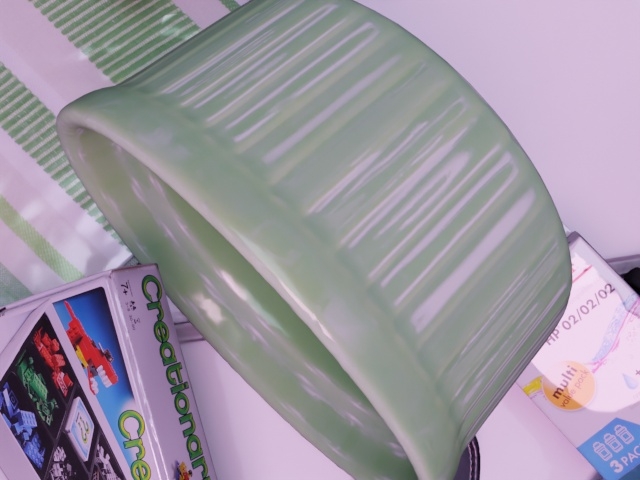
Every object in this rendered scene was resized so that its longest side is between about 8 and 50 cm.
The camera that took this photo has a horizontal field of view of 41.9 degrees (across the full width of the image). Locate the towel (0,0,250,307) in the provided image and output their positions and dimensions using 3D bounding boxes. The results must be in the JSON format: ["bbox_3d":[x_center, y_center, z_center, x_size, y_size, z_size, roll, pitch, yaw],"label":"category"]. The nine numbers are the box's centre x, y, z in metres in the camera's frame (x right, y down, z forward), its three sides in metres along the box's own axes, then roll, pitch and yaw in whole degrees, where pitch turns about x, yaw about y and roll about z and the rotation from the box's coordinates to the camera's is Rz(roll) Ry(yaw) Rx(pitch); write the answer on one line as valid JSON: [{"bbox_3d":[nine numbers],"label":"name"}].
[{"bbox_3d":[-0.186,-0.092,0.641,0.248,0.038,0.325,44,83,5],"label":"towel"}]

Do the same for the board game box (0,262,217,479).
[{"bbox_3d":[-0.151,0.187,0.532,0.193,0.053,0.305,-18,86,26],"label":"board game box"}]

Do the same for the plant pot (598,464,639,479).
[{"bbox_3d":[0.311,0.273,0.497,0.255,0.271,0.271,45,82,-8],"label":"plant pot"}]

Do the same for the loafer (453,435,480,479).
[{"bbox_3d":[0.065,0.231,0.575,0.076,0.078,0.223,18,81,0],"label":"loafer"}]

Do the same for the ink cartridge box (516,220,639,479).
[{"bbox_3d":[0.182,0.067,0.599,0.104,0.061,0.181,-44,84,13],"label":"ink cartridge box"}]

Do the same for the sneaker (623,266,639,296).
[{"bbox_3d":[0.284,-0.011,0.621,0.132,0.086,0.229,-14,83,-2],"label":"sneaker"}]

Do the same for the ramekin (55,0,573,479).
[{"bbox_3d":[0.000,0.000,0.505,0.148,0.303,0.303,-43,85,-17],"label":"ramekin"}]
